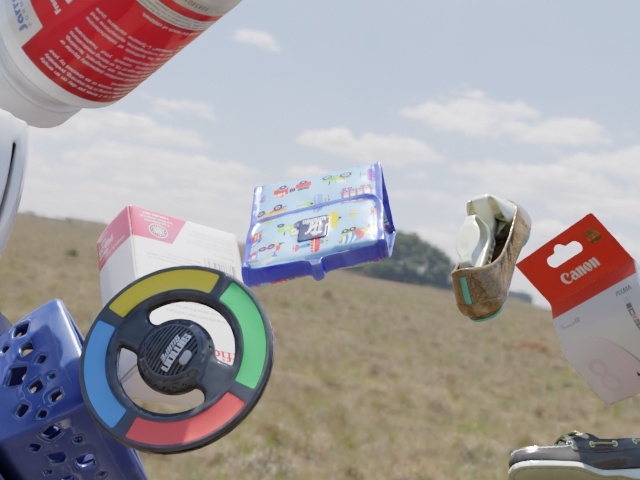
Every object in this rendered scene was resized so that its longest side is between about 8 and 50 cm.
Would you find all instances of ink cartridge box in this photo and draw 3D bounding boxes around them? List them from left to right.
[{"bbox_3d":[-0.222,0.107,1.555,0.207,0.283,0.117,18,-46,-36],"label":"ink cartridge box"},{"bbox_3d":[0.377,0.099,1.355,0.232,0.066,0.189,44,-34,0],"label":"ink cartridge box"}]

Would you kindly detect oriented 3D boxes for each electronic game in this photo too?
[{"bbox_3d":[-0.165,0.132,1.154,0.229,0.229,0.048,8,-27,15],"label":"electronic game"}]

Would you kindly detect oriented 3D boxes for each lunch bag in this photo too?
[{"bbox_3d":[0.000,0.000,1.589,0.221,0.138,0.293,-11,20,8],"label":"lunch bag"}]

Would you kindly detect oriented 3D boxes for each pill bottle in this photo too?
[{"bbox_3d":[-0.295,-0.328,1.400,0.408,0.229,0.229,-31,-27,33],"label":"pill bottle"}]

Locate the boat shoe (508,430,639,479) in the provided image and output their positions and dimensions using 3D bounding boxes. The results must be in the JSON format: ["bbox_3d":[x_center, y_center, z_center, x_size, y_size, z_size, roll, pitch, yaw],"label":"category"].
[{"bbox_3d":[0.337,0.282,1.291,0.228,0.068,0.081,9,-39,-19],"label":"boat shoe"}]

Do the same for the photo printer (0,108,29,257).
[{"bbox_3d":[-0.500,-0.054,1.241,0.308,0.255,0.107,7,-13,28],"label":"photo printer"}]

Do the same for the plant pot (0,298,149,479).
[{"bbox_3d":[-0.411,0.270,1.492,0.212,0.236,0.236,-27,44,-11],"label":"plant pot"}]

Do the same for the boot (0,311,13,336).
[{"bbox_3d":[-0.557,0.117,1.551,0.123,0.095,0.258,20,-41,24],"label":"boot"}]

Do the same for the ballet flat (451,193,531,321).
[{"bbox_3d":[0.287,-0.003,1.749,0.116,0.124,0.342,-15,27,32],"label":"ballet flat"}]
